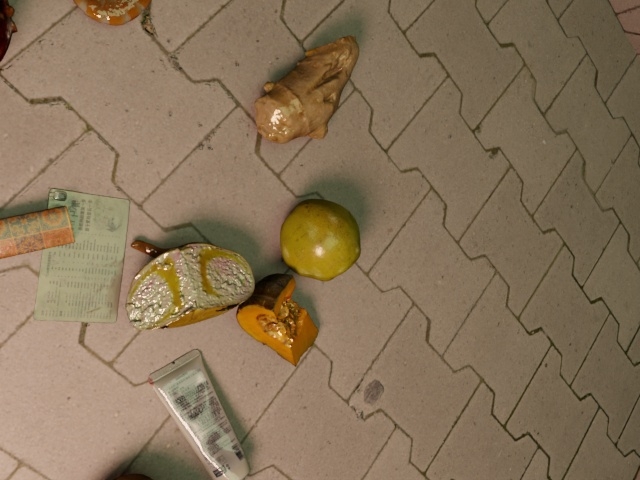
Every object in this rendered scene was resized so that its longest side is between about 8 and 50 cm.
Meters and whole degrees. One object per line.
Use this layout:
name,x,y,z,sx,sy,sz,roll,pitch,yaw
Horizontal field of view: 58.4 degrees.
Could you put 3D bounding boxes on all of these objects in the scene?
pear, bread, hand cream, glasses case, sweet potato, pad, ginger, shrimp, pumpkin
pear,0.000,0.000,1.352,0.198,0.198,0.198,0,91,-31
bread,-0.286,0.102,1.204,0.261,0.156,0.158,-7,73,-43
hand cream,-0.251,0.418,1.269,0.124,0.078,0.340,-29,92,-26
glasses case,-0.583,-0.007,1.072,0.218,0.049,0.075,-15,98,-27
sweet potato,-0.320,0.029,1.240,0.179,0.044,0.044,6,87,-25
pad,-0.481,0.035,1.164,0.160,0.009,0.264,7,87,-31
ginger,-0.018,-0.365,1.367,0.190,0.126,0.353,39,73,-20
shrimp,-0.436,-0.525,1.169,0.166,0.049,0.161,47,70,-14
pumpkin,-0.104,0.179,1.329,0.130,0.126,0.247,-66,149,-42

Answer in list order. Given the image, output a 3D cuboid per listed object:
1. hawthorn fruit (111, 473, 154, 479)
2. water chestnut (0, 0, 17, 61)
hawthorn fruit,-0.384,0.617,1.088,0.301,0.268,0.267,-39,109,-16
water chestnut,-0.649,-0.387,0.909,0.300,0.300,0.299,0,91,-31
